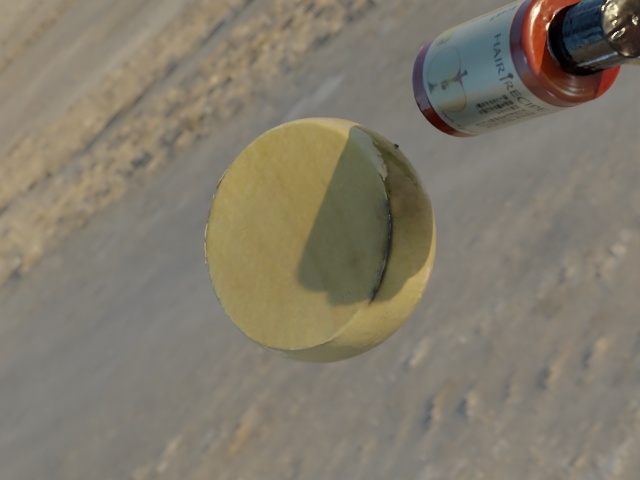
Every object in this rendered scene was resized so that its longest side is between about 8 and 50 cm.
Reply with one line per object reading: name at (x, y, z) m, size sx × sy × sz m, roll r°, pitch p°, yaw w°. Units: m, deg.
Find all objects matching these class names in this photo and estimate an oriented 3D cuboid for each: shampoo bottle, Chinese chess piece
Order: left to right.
Chinese chess piece at (0.000, 0.000, 1.761) m, size 0.251 × 0.097 × 0.250 m, roll -5°, pitch 81°, yaw 36°
shampoo bottle at (0.189, -0.161, 1.515) m, size 0.104 × 0.104 × 0.278 m, roll -54°, pitch 17°, yaw -21°

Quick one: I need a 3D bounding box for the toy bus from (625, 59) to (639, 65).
toy bus at (0.353, -0.369, 1.957) m, size 0.097 × 0.138 × 0.342 m, roll 43°, pitch -129°, yaw -81°
